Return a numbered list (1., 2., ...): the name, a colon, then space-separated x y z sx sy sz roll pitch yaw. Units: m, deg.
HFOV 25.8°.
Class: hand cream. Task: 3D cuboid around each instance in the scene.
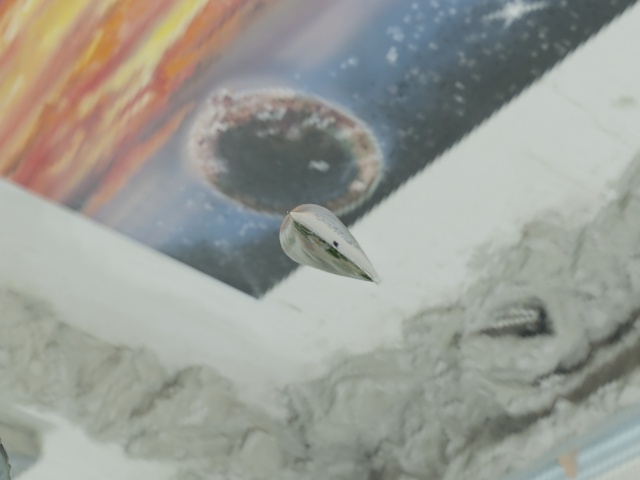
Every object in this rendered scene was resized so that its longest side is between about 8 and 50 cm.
1. hand cream: 0.000 0.000 1.254 0.059 0.095 0.276 -52 -174 -1

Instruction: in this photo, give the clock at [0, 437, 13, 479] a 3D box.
1. clock: -0.224 0.057 0.434 0.325 0.325 0.067 -32 -175 47
